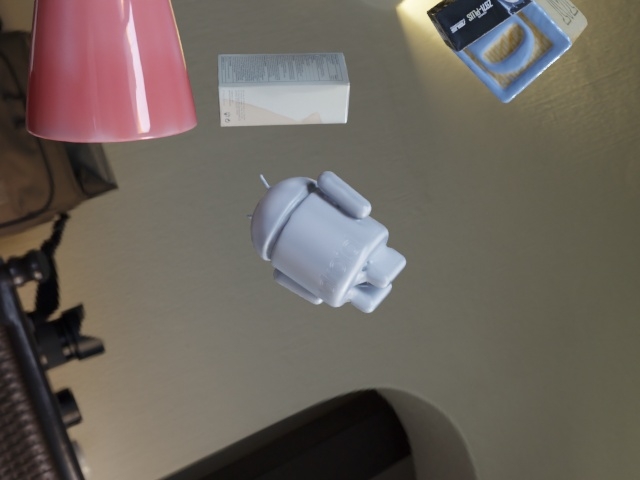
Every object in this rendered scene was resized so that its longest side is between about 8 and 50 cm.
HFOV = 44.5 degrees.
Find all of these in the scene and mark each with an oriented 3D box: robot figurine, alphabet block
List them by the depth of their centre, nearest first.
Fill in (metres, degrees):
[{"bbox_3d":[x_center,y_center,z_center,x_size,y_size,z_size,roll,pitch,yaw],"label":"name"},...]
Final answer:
[{"bbox_3d":[0.404,-0.432,1.612,0.193,0.197,0.192,47,-51,-2],"label":"alphabet block"},{"bbox_3d":[0.000,0.000,1.635,0.353,0.200,0.300,34,-59,12],"label":"robot figurine"}]

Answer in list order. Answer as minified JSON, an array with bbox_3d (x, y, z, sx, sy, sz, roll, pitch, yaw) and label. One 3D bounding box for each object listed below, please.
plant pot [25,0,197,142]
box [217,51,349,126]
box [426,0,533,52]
[{"bbox_3d":[-0.342,-0.301,1.257,0.275,0.275,0.243,28,-56,53],"label":"plant pot"},{"bbox_3d":[-0.092,-0.367,1.894,0.121,0.311,0.148,94,-7,-45],"label":"box"},{"bbox_3d":[0.272,-0.408,1.367,0.077,0.147,0.180,54,12,-13],"label":"box"}]
